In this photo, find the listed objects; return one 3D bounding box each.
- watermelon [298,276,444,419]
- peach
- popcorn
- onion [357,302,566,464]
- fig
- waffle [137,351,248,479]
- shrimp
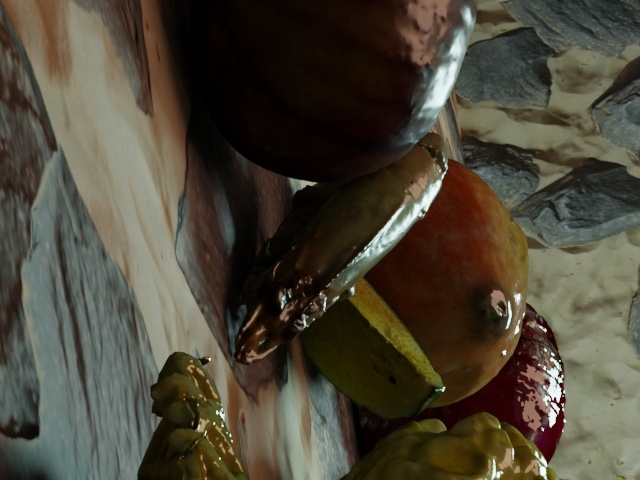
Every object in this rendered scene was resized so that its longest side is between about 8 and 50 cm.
[{"bbox_3d":[0.022,0.079,1.374,0.181,0.075,0.092,48,10,22],"label":"watermelon"},{"bbox_3d":[0.092,0.038,1.511,0.232,0.232,0.232,-10,90,-81],"label":"peach"},{"bbox_3d":[0.082,0.235,1.299,0.181,0.217,0.235,45,46,-1],"label":"popcorn"},{"bbox_3d":[0.140,0.170,1.730,0.216,0.207,0.206,59,19,-52],"label":"onion"},{"bbox_3d":[0.000,-0.159,1.232,0.235,0.214,0.235,172,-90,-72],"label":"fig"},{"bbox_3d":[-0.057,0.166,0.754,0.214,0.054,0.208,-102,-160,-52],"label":"waffle"},{"bbox_3d":[0.000,0.001,1.280,0.061,0.145,0.267,55,43,-22],"label":"shrimp"}]
